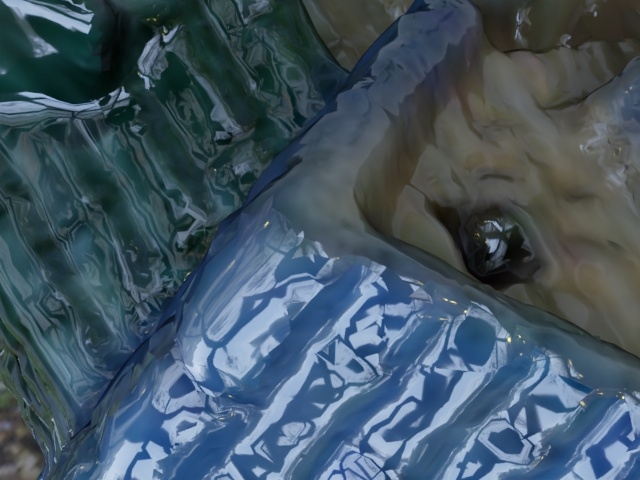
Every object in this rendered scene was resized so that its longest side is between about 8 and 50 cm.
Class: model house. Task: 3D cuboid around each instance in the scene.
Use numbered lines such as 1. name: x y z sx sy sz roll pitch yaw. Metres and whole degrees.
1. model house: 0.000 0.000 0.648 0.395 0.400 0.445 -52 56 39
